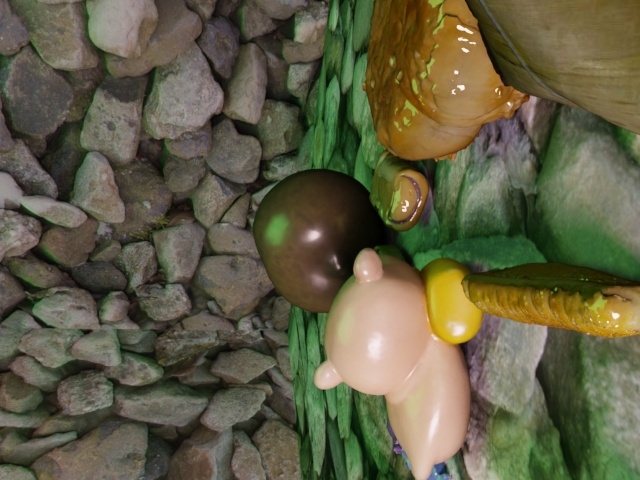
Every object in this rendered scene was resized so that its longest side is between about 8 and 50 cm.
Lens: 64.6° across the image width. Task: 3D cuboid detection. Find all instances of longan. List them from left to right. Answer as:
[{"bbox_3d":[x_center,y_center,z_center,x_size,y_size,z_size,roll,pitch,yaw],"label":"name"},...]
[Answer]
[{"bbox_3d":[0.000,0.000,1.268,0.361,0.361,0.361,-178,90,-80],"label":"longan"}]

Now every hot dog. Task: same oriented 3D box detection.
[{"bbox_3d":[0.249,0.065,0.567,0.289,0.083,0.068,-176,69,-80],"label":"hot dog"}]

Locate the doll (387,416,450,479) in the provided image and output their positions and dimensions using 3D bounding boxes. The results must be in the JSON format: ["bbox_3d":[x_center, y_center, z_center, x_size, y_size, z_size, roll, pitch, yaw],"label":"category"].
[{"bbox_3d":[0.177,0.376,0.944,0.206,0.067,0.110,45,119,62],"label":"doll"}]

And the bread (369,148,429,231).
[{"bbox_3d":[0.163,-0.109,1.074,0.225,0.081,0.134,-105,25,-65],"label":"bread"}]

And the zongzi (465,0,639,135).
[{"bbox_3d":[0.192,-0.203,0.300,0.174,0.356,0.393,-39,33,13],"label":"zongzi"}]

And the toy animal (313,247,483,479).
[{"bbox_3d":[0.107,0.177,0.841,0.277,0.247,0.345,-131,44,-78],"label":"toy animal"}]

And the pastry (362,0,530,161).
[{"bbox_3d":[0.182,-0.263,0.693,0.315,0.184,0.284,107,156,-53],"label":"pastry"}]

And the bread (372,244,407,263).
[{"bbox_3d":[0.155,0.075,1.124,0.156,0.064,0.117,-113,22,-65],"label":"bread"}]
